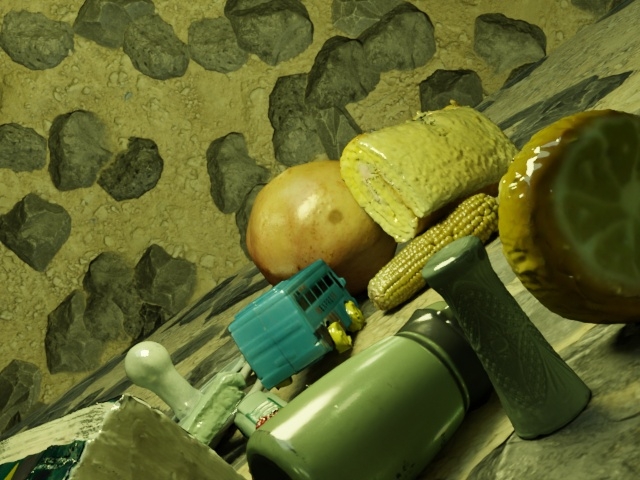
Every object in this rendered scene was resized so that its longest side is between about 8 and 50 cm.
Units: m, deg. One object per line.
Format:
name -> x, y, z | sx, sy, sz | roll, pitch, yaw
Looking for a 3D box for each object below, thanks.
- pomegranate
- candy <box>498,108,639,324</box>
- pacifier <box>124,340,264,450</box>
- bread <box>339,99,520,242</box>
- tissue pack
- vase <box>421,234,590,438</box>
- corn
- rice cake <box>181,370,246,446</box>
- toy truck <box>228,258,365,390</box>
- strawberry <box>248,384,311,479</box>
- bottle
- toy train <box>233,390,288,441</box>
pomegranate -> 0.000, 0.000, 2.100 | 0.338, 0.338, 0.338 | -34, 9, 6
candy -> 0.334, -0.026, 1.150 | 0.260, 0.260, 0.118 | -37, 4, -15
pacifier -> -0.255, 0.270, 1.800 | 0.244, 0.233, 0.299 | -47, 4, 24
bread -> 0.233, -0.157, 2.009 | 0.375, 0.236, 0.165 | -22, -28, -42
tissue pack -> -0.301, 0.374, 1.240 | 0.417, 0.264, 0.253 | -24, 31, 50
vase -> 0.198, 0.102, 1.082 | 0.096, 0.219, 0.096 | -33, 8, 6
corn -> 0.223, 0.018, 1.870 | 0.320, 0.097, 0.097 | -37, 9, -8
rice cake -> -0.232, 0.354, 1.621 | 0.336, 0.063, 0.066 | -52, 13, -18
toy truck -> -0.033, 0.147, 1.810 | 0.161, 0.162, 0.385 | -34, 0, 14
strawberry -> -0.021, 0.278, 1.257 | 0.085, 0.140, 0.192 | -12, 18, 47
bottle -> 0.084, 0.203, 1.183 | 0.347, 0.168, 0.168 | -35, 8, -29
toy train -> -0.079, 0.290, 1.543 | 0.086, 0.088, 0.407 | -38, 8, -12
